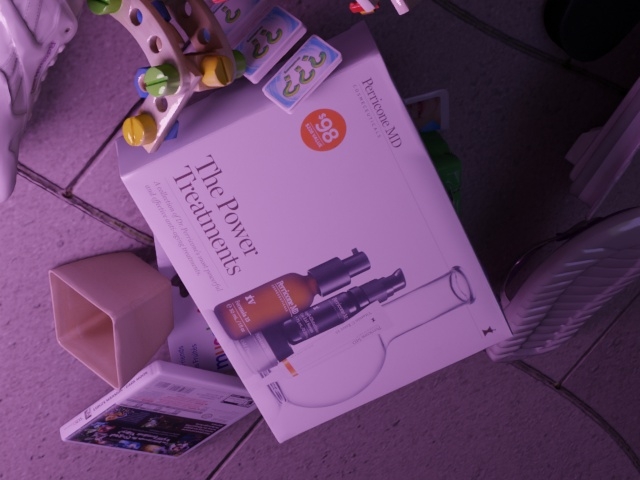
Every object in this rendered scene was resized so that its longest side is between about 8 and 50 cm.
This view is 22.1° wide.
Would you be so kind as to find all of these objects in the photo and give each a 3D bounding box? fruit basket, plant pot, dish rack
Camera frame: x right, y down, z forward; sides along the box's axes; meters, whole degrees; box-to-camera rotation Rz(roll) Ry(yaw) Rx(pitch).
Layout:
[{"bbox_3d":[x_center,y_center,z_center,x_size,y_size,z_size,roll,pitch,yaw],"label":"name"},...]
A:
[{"bbox_3d":[-0.010,0.009,1.832,0.353,0.165,0.327,-22,135,-21],"label":"fruit basket"},{"bbox_3d":[-0.218,0.075,1.761,0.096,0.109,0.109,-32,140,-34],"label":"plant pot"},{"bbox_3d":[0.406,-0.183,2.015,0.333,0.072,0.285,-55,172,12],"label":"dish rack"}]

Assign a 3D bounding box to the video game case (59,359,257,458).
[{"bbox_3d":[-0.178,0.199,1.906,0.173,0.022,0.190,-35,147,29],"label":"video game case"}]

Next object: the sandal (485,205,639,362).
[{"bbox_3d":[0.306,0.042,2.116,0.169,0.102,0.416,-8,155,-26],"label":"sandal"}]

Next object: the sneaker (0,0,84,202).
[{"bbox_3d":[-0.279,-0.164,1.490,0.152,0.114,0.305,-16,133,-28],"label":"sneaker"}]

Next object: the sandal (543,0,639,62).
[{"bbox_3d":[0.452,-0.382,1.930,0.446,0.107,0.167,-51,140,9],"label":"sandal"}]

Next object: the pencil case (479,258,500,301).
[{"bbox_3d":[0.108,0.089,2.050,0.236,0.104,0.104,-27,137,-18],"label":"pencil case"}]

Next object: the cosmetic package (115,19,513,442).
[{"bbox_3d":[0.000,0.000,1.698,0.284,0.097,0.377,-27,121,4],"label":"cosmetic package"}]

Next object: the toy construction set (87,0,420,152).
[{"bbox_3d":[-0.077,-0.234,1.498,0.327,0.215,0.151,-22,176,26],"label":"toy construction set"}]

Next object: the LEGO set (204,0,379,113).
[{"bbox_3d":[-0.003,-0.260,1.591,0.244,0.182,0.060,-46,139,-2],"label":"LEGO set"}]
